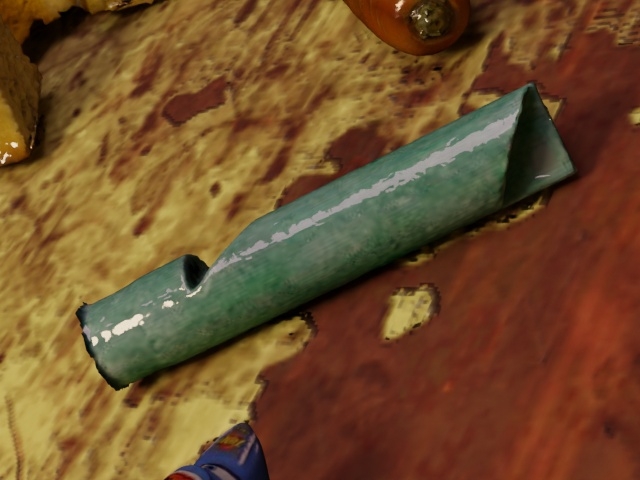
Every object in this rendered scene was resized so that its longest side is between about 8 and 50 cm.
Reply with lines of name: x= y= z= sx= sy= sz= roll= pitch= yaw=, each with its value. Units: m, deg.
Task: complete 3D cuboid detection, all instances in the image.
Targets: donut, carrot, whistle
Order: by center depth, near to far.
whistle: x=0.000 y=0.000 z=0.584 sx=0.186 sy=0.039 sz=0.039 roll=-26 pitch=36 yaw=15
carrot: x=0.007 y=-0.136 z=0.738 sx=0.043 sy=0.043 sz=0.248 roll=-37 pitch=33 yaw=-1
donut: x=-0.157 y=-0.118 z=0.832 sx=0.146 sy=0.078 sz=0.181 roll=15 pitch=57 yaw=46

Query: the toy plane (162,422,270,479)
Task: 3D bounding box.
toy plane: x=-0.052 y=0.126 z=0.463 sx=0.054 sy=0.062 sz=0.167 roll=-2 pitch=57 yaw=39
